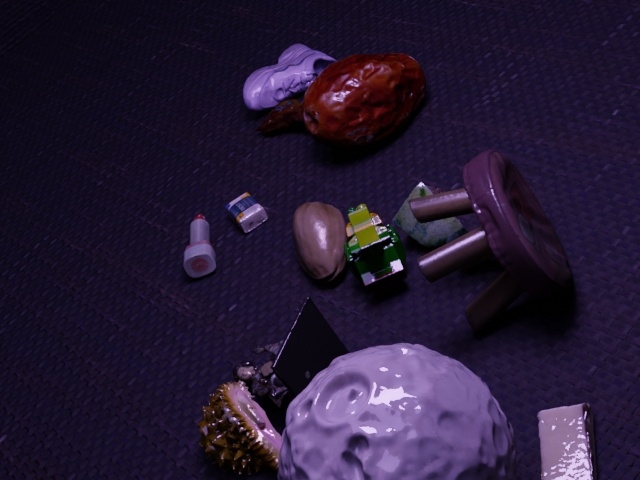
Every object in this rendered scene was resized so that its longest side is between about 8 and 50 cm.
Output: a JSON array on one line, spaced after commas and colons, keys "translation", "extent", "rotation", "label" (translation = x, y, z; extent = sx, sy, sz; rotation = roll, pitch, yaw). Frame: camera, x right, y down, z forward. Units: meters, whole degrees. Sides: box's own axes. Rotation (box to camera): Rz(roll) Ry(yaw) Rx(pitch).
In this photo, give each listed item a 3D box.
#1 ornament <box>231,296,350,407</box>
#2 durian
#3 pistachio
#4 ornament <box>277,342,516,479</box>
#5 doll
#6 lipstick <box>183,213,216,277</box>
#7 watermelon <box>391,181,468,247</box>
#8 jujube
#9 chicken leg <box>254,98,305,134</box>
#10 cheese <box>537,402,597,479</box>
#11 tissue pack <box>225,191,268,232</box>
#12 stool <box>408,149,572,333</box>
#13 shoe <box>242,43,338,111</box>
[{"translation": [-0.088, 0.214, 1.821], "extent": [0.196, 0.153, 0.166], "rotation": [-7, 41, 38], "label": "ornament"}, {"translation": [-0.127, 0.321, 1.734], "extent": [0.224, 0.078, 0.140], "rotation": [31, 83, 36], "label": "durian"}, {"translation": [0.000, 0.000, 2.030], "extent": [0.126, 0.108, 0.185], "rotation": [-41, 42, 20], "label": "pistachio"}, {"translation": [0.102, 0.302, 1.466], "extent": [0.337, 0.337, 0.337], "rotation": [-16, 40, 14], "label": "ornament"}, {"translation": [0.094, 0.010, 1.938], "extent": [0.106, 0.134, 0.186], "rotation": [-25, 32, 5], "label": "doll"}, {"translation": [-0.251, 0.001, 2.213], "extent": [0.063, 0.057, 0.186], "rotation": [-20, 33, 8], "label": "lipstick"}, {"translation": [0.191, -0.060, 1.989], "extent": [0.098, 0.121, 0.158], "rotation": [-40, 30, 19], "label": "watermelon"}, {"translation": [0.092, -0.303, 2.254], "extent": [0.290, 0.197, 0.197], "rotation": [-30, 36, -29], "label": "jujube"}, {"translation": [-0.041, -0.279, 2.402], "extent": [0.234, 0.063, 0.105], "rotation": [6, 44, 37], "label": "chicken leg"}, {"translation": [0.345, 0.391, 1.450], "extent": [0.085, 0.034, 0.400], "rotation": [-15, 39, 21], "label": "cheese"}, {"translation": [-0.156, -0.060, 2.232], "extent": [0.062, 0.042, 0.083], "rotation": [-32, 39, -11], "label": "tissue pack"}, {"translation": [0.281, 0.002, 1.764], "extent": [0.178, 0.272, 0.272], "rotation": [-30, 36, 22], "label": "stool"}, {"translation": [-0.071, -0.378, 2.503], "extent": [0.138, 0.095, 0.245], "rotation": [15, 48, 43], "label": "shoe"}]
